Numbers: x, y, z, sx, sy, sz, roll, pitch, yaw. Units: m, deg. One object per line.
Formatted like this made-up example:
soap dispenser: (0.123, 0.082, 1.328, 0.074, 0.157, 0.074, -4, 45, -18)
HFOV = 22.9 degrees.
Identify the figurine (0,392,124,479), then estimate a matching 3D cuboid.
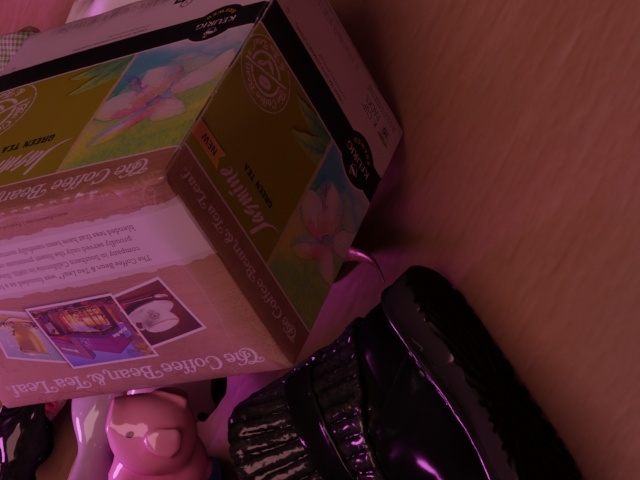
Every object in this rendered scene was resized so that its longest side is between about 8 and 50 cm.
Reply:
figurine: (-0.267, 0.242, 1.594, 0.215, 0.092, 0.209, -20, 59, 40)

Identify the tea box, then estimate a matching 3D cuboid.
tea box: (-0.152, -0.049, 1.413, 0.329, 0.323, 0.220, -11, 126, 32)

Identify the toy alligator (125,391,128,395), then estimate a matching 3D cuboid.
toy alligator: (-0.212, 0.101, 1.646, 0.051, 0.056, 0.190, 7, 120, 18)

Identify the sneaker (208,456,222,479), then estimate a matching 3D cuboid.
sneaker: (-0.137, 0.295, 1.544, 0.232, 0.090, 0.081, -111, 39, -53)

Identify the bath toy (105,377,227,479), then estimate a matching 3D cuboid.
bath toy: (-0.145, 0.173, 1.482, 0.129, 0.151, 0.348, -32, 40, 35)

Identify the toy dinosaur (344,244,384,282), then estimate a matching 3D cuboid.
toy dinosaur: (0.000, 0.000, 1.528, 0.183, 0.053, 0.093, -4, 105, 44)

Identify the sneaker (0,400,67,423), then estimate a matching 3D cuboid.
sneaker: (-0.324, 0.199, 1.759, 0.063, 0.075, 0.170, 30, 89, 5)

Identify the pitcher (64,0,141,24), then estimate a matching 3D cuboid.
pitcher: (-0.172, -0.250, 1.600, 0.207, 0.125, 0.178, -10, 71, 47)

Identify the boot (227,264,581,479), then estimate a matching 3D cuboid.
boot: (0.080, 0.224, 1.413, 0.260, 0.131, 0.348, -43, 56, 23)

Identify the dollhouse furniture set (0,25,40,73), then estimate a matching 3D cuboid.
dollhouse furniture set: (-0.422, -0.111, 1.696, 0.301, 0.151, 0.197, -11, 80, 57)

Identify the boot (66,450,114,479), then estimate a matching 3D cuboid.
boot: (-0.173, 0.336, 1.635, 0.203, 0.095, 0.262, 2, 83, 31)
